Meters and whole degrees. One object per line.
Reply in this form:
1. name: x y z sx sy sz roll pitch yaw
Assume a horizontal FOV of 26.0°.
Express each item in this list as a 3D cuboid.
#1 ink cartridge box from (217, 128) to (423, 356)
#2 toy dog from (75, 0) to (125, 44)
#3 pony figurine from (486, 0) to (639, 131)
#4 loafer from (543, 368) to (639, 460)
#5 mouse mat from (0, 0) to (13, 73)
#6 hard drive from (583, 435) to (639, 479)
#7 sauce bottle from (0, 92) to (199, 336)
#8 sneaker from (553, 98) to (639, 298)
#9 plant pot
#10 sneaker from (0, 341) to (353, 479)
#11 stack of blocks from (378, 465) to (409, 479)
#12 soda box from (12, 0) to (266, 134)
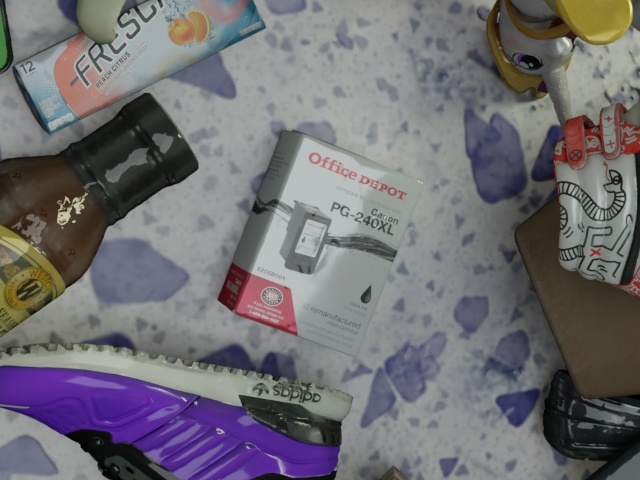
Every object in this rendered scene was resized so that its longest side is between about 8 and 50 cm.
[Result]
1. ink cartridge box: 0.000 0.000 1.089 0.109 0.063 0.150 21 91 -16
2. toy dog: -0.239 -0.388 0.874 0.408 0.284 0.395 24 67 -14
3. pony figurine: 0.120 -0.252 0.981 0.303 0.363 0.351 -29 87 -2
4. loafer: 0.298 0.142 1.175 0.223 0.076 0.078 1 104 -11
5. mouse mat: -0.309 -0.201 0.994 0.152 0.007 0.189 -9 90 -7
6. hard drive: 0.291 0.196 1.129 0.135 0.022 0.094 -39 90 1
7. sauce bottle: -0.247 0.014 1.003 0.344 0.111 0.111 -37 104 -7
8. sneaker: 0.240 -0.090 0.939 0.145 0.090 0.270 15 101 23
9. plant pot: 0.282 0.013 1.088 0.229 0.263 0.263 -22 102 7
10. sneaker: -0.122 0.160 1.045 0.293 0.102 0.146 11 83 -15
11. stack of blocks: 0.135 0.318 1.099 0.297 0.087 0.171 44 93 0
12. soda box: -0.137 -0.144 1.037 0.183 0.063 0.058 -28 102 -10
